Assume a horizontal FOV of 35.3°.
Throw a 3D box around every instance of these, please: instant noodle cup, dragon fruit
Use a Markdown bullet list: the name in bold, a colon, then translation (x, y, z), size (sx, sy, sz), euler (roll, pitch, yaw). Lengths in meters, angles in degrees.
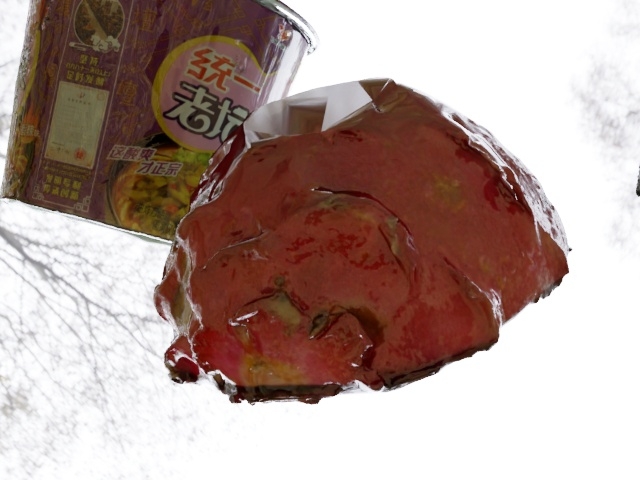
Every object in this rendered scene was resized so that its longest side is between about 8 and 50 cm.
- **instant noodle cup**: translation (-0.194, -0.137, 1.086), size (0.339, 0.340, 0.266), euler (15, -95, 11)
- **dragon fruit**: translation (0.000, 0.000, 0.583), size (0.261, 0.163, 0.189), euler (-15, -101, 19)

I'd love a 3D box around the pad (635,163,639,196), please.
- **pad**: translation (0.206, -0.055, 0.324), size (0.190, 0.127, 0.004), euler (3, -132, 12)
